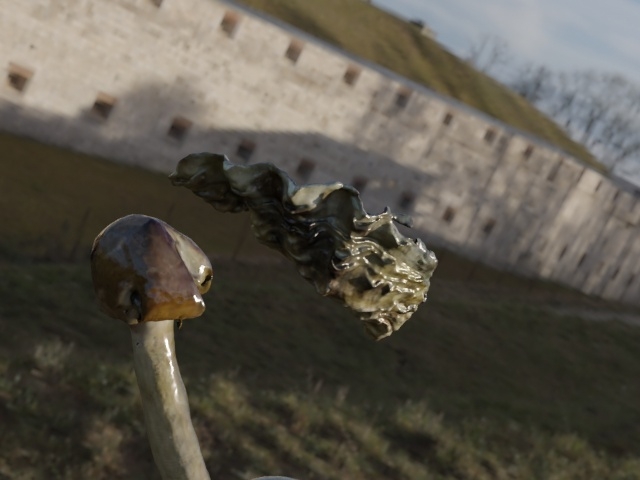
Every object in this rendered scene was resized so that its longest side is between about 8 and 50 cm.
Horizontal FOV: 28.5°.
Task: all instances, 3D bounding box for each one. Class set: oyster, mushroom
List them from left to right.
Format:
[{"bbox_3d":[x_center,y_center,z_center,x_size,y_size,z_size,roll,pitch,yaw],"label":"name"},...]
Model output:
[{"bbox_3d":[-0.073,0.075,0.651,0.061,0.187,0.060,-16,15,-19],"label":"mushroom"},{"bbox_3d":[-0.001,0.001,1.427,0.238,0.114,0.351,20,-20,45],"label":"oyster"}]

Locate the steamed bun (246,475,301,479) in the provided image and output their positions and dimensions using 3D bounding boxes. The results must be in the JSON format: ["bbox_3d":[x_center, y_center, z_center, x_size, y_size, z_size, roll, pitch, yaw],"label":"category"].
[{"bbox_3d":[-0.048,0.395,1.490,0.232,0.231,0.145,25,-17,-14],"label":"steamed bun"}]
